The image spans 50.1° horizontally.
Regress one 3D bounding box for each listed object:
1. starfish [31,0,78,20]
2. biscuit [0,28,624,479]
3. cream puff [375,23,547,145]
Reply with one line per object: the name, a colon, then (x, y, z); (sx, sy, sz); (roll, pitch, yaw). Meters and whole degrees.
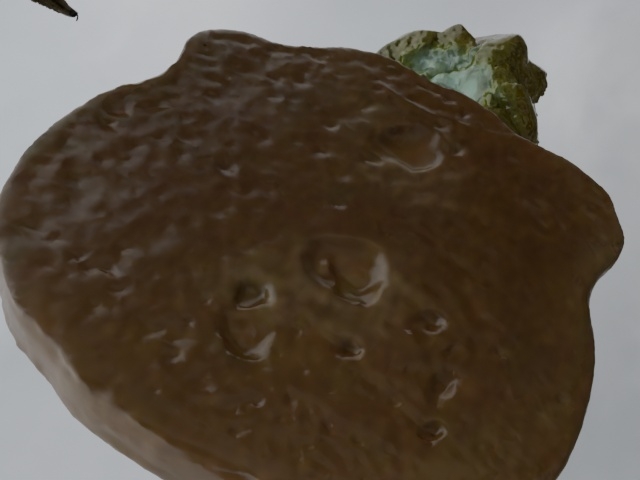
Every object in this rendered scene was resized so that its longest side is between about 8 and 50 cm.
starfish: (-0.386, -0.361, 0.817); (0.227, 0.043, 0.240); (16, -81, -36)
biscuit: (0.000, 0.001, 0.465); (0.365, 0.385, 0.062); (-56, -11, -36)
cream puff: (0.235, -0.188, 1.114); (0.270, 0.323, 0.274); (-48, -38, -26)
